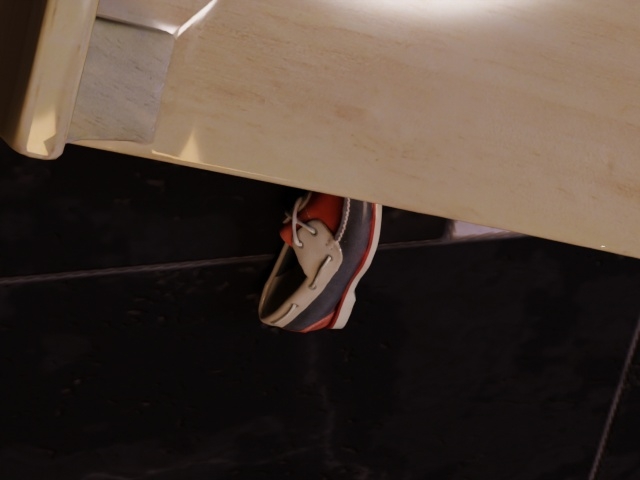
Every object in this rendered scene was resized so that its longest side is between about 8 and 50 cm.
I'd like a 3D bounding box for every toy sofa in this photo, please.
[{"bbox_3d":[0.042,-0.088,0.640,0.362,0.177,0.150,11,100,-24],"label":"toy sofa"}]

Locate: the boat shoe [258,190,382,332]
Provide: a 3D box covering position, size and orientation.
[{"bbox_3d":[0.000,0.000,0.800,0.043,0.049,0.137,2,143,-12],"label":"boat shoe"}]
